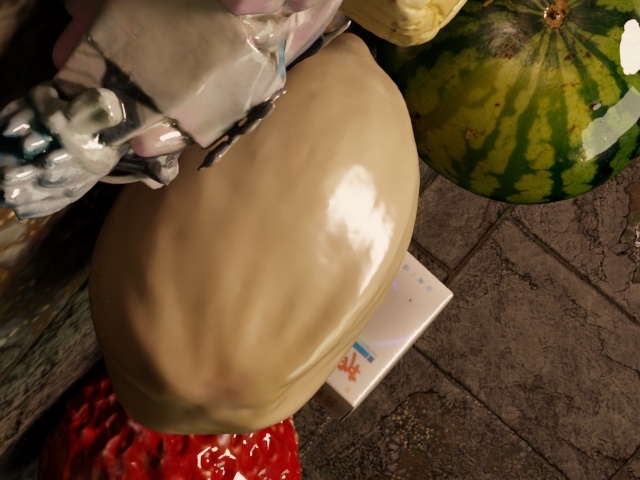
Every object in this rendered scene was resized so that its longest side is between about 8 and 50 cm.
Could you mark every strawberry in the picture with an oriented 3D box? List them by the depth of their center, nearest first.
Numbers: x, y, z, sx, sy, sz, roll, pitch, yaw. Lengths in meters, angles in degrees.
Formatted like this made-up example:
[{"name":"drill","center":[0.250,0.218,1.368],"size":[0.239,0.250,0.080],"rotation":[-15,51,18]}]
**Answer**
[{"name":"strawberry","center":[-0.167,0.221,0.894],"size":[0.291,0.310,0.292],"rotation":[-19,160,-7]}]

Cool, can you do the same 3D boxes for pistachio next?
[{"name":"pistachio","center":[-0.039,-0.013,0.605],"size":[0.226,0.208,0.332],"rotation":[11,-113,48]}]

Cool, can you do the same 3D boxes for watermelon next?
[{"name":"watermelon","center":[0.194,-0.177,0.786],"size":[0.285,0.285,0.285],"rotation":[-48,172,-9]}]

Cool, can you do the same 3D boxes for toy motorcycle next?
[{"name":"toy motorcycle","center":[-0.072,-0.080,0.379],"size":[0.204,0.108,0.239],"rotation":[-45,171,-29]}]

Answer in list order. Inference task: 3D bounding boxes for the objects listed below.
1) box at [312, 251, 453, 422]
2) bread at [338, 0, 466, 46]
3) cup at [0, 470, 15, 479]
[{"name":"box","center":[-0.016,0.032,0.764],"size":[0.149,0.233,0.067],"rotation":[-46,172,-24]},{"name":"bread","center":[0.087,-0.238,0.517],"size":[0.236,0.106,0.140],"rotation":[-51,171,9]},{"name":"cup","center":[-0.301,0.315,0.751],"size":[0.169,0.176,0.223],"rotation":[-50,172,-19]}]
